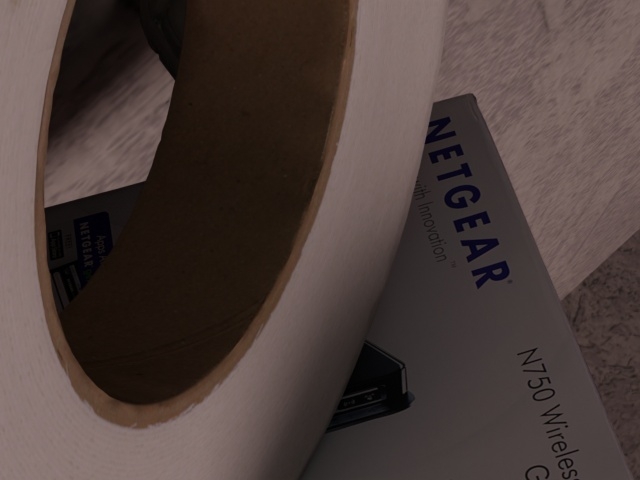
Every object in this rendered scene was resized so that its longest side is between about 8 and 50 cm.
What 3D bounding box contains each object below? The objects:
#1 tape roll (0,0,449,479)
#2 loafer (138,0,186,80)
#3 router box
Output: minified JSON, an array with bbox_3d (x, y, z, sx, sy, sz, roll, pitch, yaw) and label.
[{"bbox_3d":[-0.059,-0.051,0.583,0.392,0.072,0.392,-47,144,-50],"label":"tape roll"},{"bbox_3d":[0.057,-0.173,0.848,0.319,0.111,0.112,-46,166,13],"label":"loafer"},{"bbox_3d":[-0.037,0.097,0.778,0.301,0.335,0.082,-16,129,0],"label":"router box"}]
